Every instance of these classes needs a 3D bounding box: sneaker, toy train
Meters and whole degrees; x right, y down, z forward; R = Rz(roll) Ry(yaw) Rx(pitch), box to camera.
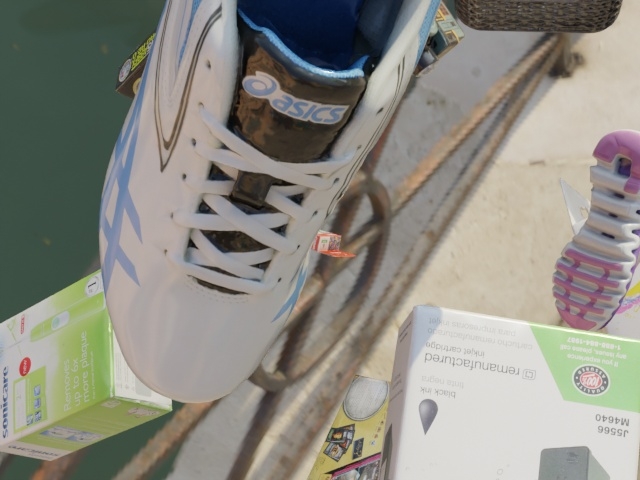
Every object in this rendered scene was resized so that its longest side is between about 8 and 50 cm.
[{"bbox_3d":[-0.022,-0.036,0.370,0.085,0.237,0.086,17,28,-9],"label":"sneaker"},{"bbox_3d":[0.343,-0.005,1.278,0.095,0.104,0.236,29,109,44],"label":"sneaker"},{"bbox_3d":[0.119,-0.440,2.023,0.142,0.190,0.334,-38,83,32],"label":"toy train"}]

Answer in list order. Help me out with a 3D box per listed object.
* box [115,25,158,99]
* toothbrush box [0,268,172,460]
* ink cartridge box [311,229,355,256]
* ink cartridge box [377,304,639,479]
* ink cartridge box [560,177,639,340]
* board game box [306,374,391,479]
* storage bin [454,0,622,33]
[{"bbox_3d":[-0.186,-0.283,1.978,0.216,0.270,0.060,-34,44,42],"label":"box"},{"bbox_3d":[-0.365,0.191,1.710,0.283,0.122,0.206,-26,58,34],"label":"toothbrush box"},{"bbox_3d":[0.000,0.000,1.908,0.115,0.063,0.029,18,101,34],"label":"ink cartridge box"},{"bbox_3d":[0.150,0.209,0.937,0.198,0.115,0.273,9,74,-2],"label":"ink cartridge box"},{"bbox_3d":[0.462,0.070,1.566,0.119,0.207,0.353,-25,63,25],"label":"ink cartridge box"},{"bbox_3d":[0.069,0.317,1.612,0.165,0.042,0.243,5,60,46],"label":"board game box"},{"bbox_3d":[0.160,-0.248,0.812,0.122,0.084,0.180,3,80,9],"label":"storage bin"}]
